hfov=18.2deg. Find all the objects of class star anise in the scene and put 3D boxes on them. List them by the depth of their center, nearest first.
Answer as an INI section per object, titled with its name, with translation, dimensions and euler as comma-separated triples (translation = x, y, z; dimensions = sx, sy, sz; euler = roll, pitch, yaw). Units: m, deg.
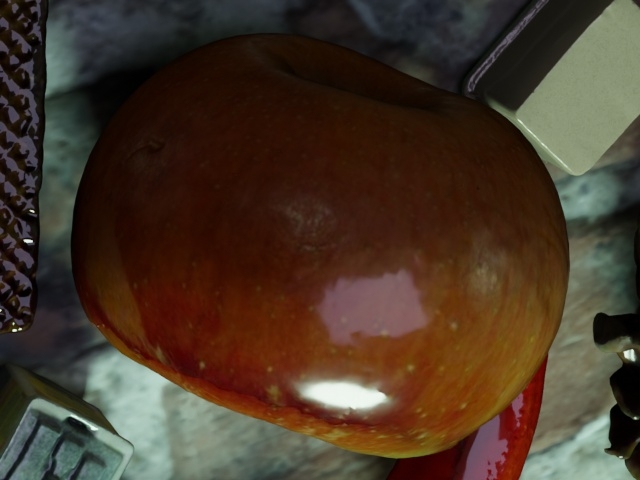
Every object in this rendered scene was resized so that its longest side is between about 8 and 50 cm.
[star anise]
translation = 0.263, 0.065, 1.336
dimensions = 0.214, 0.099, 0.220
euler = 5, 105, -39

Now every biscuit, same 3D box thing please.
[biscuit]
translation = -0.206, -0.072, 1.066
dimensions = 0.106, 0.070, 0.252
euler = 1, 95, -26

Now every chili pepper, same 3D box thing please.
[chili pepper]
translation = 0.076, 0.098, 1.271
dimensions = 0.137, 0.092, 0.368
euler = 9, 93, -28

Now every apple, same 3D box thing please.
[apple]
translation = 0.000, 0.000, 1.101
dimensions = 0.251, 0.272, 0.206
euler = 8, 104, -59

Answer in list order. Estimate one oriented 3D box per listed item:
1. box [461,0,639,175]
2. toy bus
[box]
translation = 0.160, -0.104, 1.238
dimensions = 0.122, 0.062, 0.089
euler = -48, 120, 2
[toy bus]
translation = -0.221, 0.204, 1.182
dimensions = 0.092, 0.106, 0.268
euler = 32, 94, -29
